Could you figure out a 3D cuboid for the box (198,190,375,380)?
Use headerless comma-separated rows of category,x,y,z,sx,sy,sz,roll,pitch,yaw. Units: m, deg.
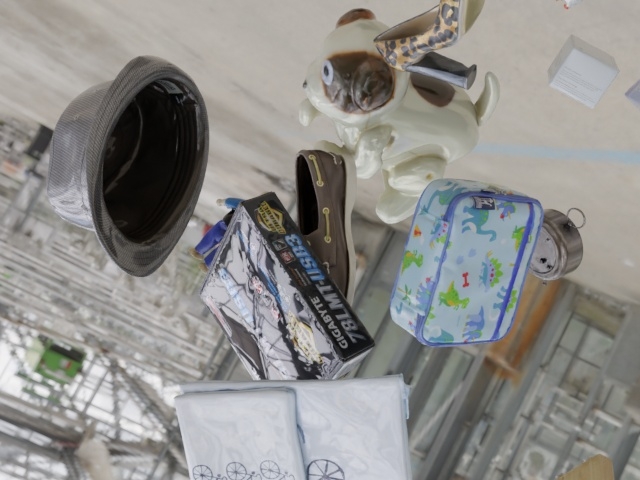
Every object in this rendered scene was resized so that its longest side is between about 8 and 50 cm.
box,-0.068,0.121,1.309,0.295,0.073,0.293,56,144,17

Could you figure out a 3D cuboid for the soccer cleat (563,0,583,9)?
soccer cleat,0.406,-0.473,1.414,0.196,0.076,0.068,19,-137,-39

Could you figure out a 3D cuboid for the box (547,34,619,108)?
box,0.500,-0.324,1.560,0.102,0.087,0.101,27,-150,-2

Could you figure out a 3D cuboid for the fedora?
fedora,-0.249,-0.099,1.008,0.124,0.275,0.244,8,154,22

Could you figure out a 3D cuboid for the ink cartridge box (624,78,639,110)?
ink cartridge box,0.716,-0.215,1.486,0.270,0.151,0.395,45,-160,-1

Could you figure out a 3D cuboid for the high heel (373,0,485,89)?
high heel,0.156,-0.360,1.262,0.186,0.093,0.261,25,147,24

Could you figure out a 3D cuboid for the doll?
doll,-0.157,-0.025,1.495,0.129,0.189,0.046,55,-169,23

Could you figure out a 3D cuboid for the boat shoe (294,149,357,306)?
boat shoe,0.000,0.000,1.384,0.096,0.324,0.116,9,163,-23

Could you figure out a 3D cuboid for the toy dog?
toy dog,0.136,-0.267,1.648,0.395,0.284,0.408,-19,146,29

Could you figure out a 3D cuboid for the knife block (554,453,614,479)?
knife block,0.358,0.449,1.108,0.275,0.088,0.242,-12,-118,-41

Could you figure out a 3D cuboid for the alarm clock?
alarm clock,0.431,-0.001,1.519,0.129,0.064,0.192,59,147,20

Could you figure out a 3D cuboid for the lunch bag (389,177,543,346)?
lunch bag,0.198,0.030,1.083,0.176,0.219,0.090,5,-163,-33

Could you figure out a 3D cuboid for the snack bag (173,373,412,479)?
snack bag,-0.025,0.351,1.189,0.342,0.323,0.037,-4,-164,11
